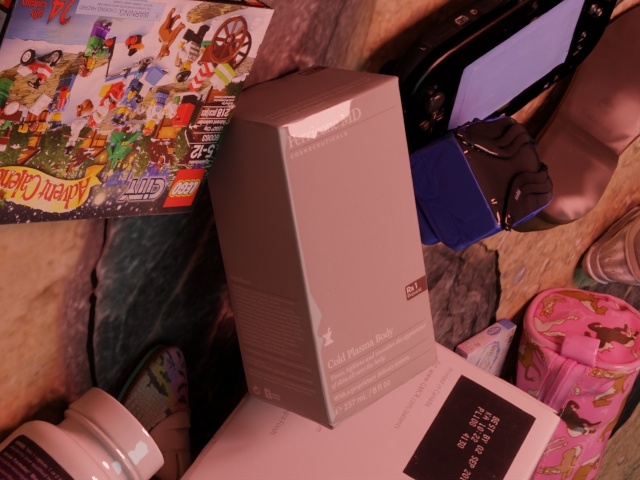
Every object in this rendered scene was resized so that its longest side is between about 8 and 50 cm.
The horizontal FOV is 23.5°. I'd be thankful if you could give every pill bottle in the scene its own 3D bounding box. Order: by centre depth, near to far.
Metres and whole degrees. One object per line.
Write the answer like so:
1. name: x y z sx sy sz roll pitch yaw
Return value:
1. pill bottle: -0.209 0.199 1.106 0.193 0.108 0.108 -43 149 -21

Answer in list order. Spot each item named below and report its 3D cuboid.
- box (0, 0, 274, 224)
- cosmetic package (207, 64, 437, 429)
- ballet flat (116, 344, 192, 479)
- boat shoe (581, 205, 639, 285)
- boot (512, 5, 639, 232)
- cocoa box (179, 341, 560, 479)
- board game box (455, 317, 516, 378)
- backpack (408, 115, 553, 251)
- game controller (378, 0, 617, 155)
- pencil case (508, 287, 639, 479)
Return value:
1. box: -0.141 -0.091 0.974 0.233 0.044 0.159 -6 125 -54
2. cosmetic package: 0.000 0.000 1.141 0.127 0.107 0.238 -28 121 -36
3. ballet flat: -0.151 0.191 1.216 0.221 0.079 0.077 -57 153 2
4. boat shoe: 0.440 -0.018 1.885 0.320 0.103 0.118 -27 102 -46
5. boot: 0.281 -0.127 1.556 0.305 0.112 0.115 -48 -179 -22
6. cocoa box: 0.000 0.257 1.239 0.347 0.231 0.228 -52 169 -42
7. board game box: 0.175 0.140 1.717 0.090 0.020 0.090 -26 140 -43
8. backpack: 0.127 -0.051 1.275 0.101 0.098 0.120 -21 -178 40
9. game controller: 0.161 -0.159 1.339 0.319 0.067 0.166 -35 145 -31
10. pencil case: 0.270 0.237 1.825 0.160 0.167 0.386 3 123 -17
